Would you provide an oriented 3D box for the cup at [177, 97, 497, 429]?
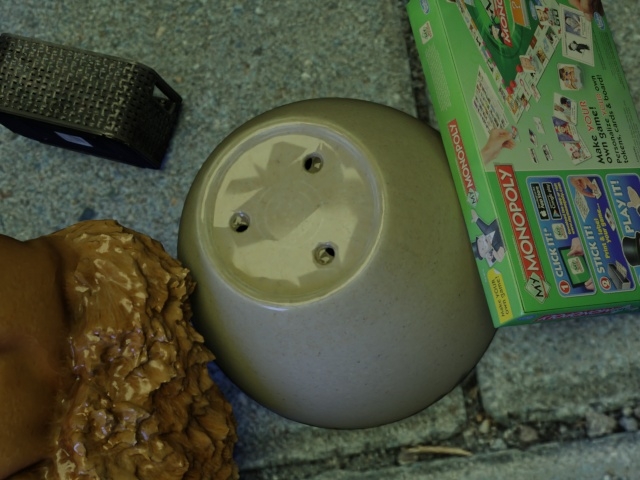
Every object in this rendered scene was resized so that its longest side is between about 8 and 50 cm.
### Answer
[{"bbox_3d":[0.000,0.000,1.110,0.331,0.237,0.331,-3,76,13],"label":"cup"}]

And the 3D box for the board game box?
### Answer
[{"bbox_3d":[0.213,-0.084,1.110,0.214,0.046,0.317,-3,71,-31],"label":"board game box"}]

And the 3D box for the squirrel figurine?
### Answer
[{"bbox_3d":[-0.250,0.187,0.996,0.397,0.281,0.370,-9,74,-16],"label":"squirrel figurine"}]

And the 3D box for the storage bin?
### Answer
[{"bbox_3d":[-0.252,-0.144,1.261,0.180,0.122,0.084,15,81,16],"label":"storage bin"}]
